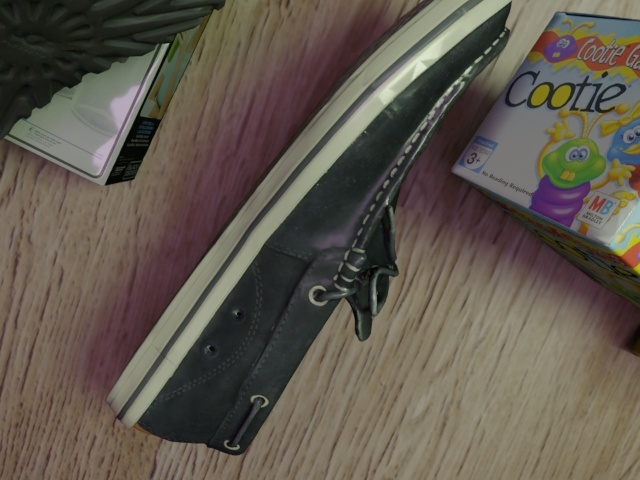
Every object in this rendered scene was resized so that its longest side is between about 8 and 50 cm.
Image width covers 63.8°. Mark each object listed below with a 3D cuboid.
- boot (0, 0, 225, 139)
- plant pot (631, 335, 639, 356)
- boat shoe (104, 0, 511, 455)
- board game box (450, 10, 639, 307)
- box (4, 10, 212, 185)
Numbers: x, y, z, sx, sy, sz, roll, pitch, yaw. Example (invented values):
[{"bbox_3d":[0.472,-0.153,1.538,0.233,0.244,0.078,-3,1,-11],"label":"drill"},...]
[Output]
[{"bbox_3d":[-0.258,-0.322,0.338,0.367,0.146,0.444,-25,82,12],"label":"boot"},{"bbox_3d":[0.484,0.078,0.482,0.212,0.212,0.187,24,86,-6],"label":"plant pot"},{"bbox_3d":[0.000,0.000,0.458,0.156,0.186,0.500,36,104,-9],"label":"boat shoe"},{"bbox_3d":[0.264,-0.034,0.417,0.275,0.144,0.142,27,100,-37],"label":"board game box"},{"bbox_3d":[-0.195,-0.215,0.455,0.169,0.087,0.289,28,98,-7],"label":"box"}]
